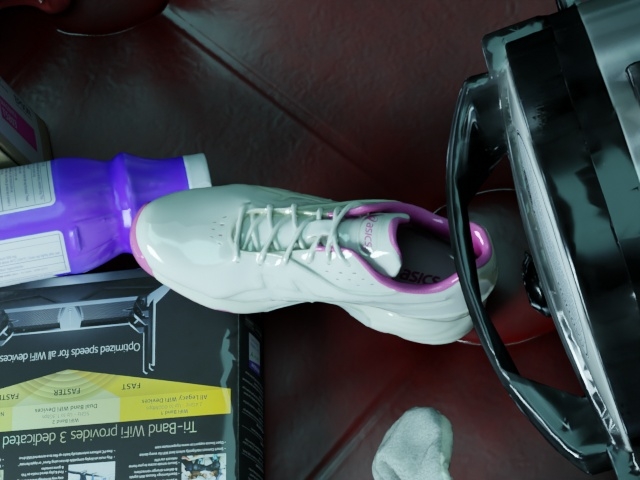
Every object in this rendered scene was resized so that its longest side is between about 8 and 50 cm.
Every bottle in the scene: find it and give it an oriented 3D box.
[{"bbox_3d":[-0.233,-0.019,1.546,0.283,0.092,0.118,-11,25,-7],"label":"bottle"}]

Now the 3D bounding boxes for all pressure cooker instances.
[{"bbox_3d":[0.307,-0.018,1.310,0.420,0.375,0.370,-17,36,9],"label":"pressure cooker"}]

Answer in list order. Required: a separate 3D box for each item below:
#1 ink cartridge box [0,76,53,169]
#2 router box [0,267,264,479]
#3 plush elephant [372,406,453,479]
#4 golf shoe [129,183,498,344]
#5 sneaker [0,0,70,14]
[{"bbox_3d":[-0.367,-0.089,1.581,0.193,0.235,0.088,-15,67,8],"label":"ink cartridge box"},{"bbox_3d":[-0.203,0.154,1.532,0.309,0.081,0.243,-5,69,13],"label":"router box"},{"bbox_3d":[0.102,0.285,1.318,0.272,0.330,0.255,-50,48,1],"label":"plush elephant"},{"bbox_3d":[0.000,0.000,1.453,0.306,0.140,0.115,8,68,-8],"label":"golf shoe"},{"bbox_3d":[-0.361,-0.248,1.664,0.279,0.107,0.118,-6,73,-20],"label":"sneaker"}]
